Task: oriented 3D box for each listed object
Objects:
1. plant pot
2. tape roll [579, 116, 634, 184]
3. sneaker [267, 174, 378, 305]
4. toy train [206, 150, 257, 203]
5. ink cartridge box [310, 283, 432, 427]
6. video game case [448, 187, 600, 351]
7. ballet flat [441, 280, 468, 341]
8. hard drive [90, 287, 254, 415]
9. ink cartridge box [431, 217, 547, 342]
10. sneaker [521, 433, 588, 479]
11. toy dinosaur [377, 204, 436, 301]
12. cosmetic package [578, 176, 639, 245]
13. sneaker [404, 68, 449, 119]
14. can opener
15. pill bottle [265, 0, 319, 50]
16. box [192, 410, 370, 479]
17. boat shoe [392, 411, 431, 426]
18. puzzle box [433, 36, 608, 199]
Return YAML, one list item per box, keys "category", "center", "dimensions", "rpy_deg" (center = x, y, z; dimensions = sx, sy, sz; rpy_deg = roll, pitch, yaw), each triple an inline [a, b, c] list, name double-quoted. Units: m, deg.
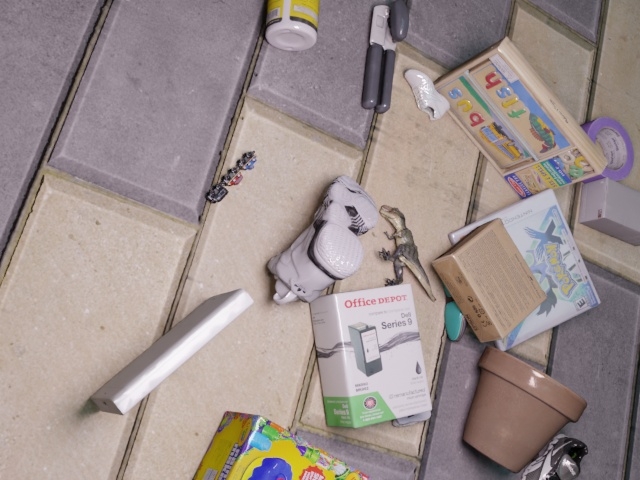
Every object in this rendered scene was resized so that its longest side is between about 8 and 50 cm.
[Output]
- category: "plant pot"
  center: [0.452, 0.409, 1.743]
  dimensions: [0.263, 0.263, 0.229]
  rpy_deg: [34, 85, -19]
- category: "tape roll"
  center: [0.805, -0.254, 2.128]
  dimensions: [0.189, 0.080, 0.188]
  rpy_deg: [5, 79, -27]
- category: "sneaker"
  center: [0.000, 0.000, 1.627]
  dimensions: [0.137, 0.210, 0.365]
  rpy_deg: [44, 30, -15]
- category: "toy train"
  center: [-0.188, -0.137, 1.608]
  dimensions: [0.036, 0.027, 0.158]
  rpy_deg: [47, 64, -17]
- category: "ink cartridge box"
  center: [0.109, 0.250, 1.640]
  dimensions: [0.211, 0.122, 0.289]
  rpy_deg: [-6, 83, -29]
- category: "video game case"
  center: [0.521, 0.073, 1.885]
  dimensions: [0.300, 0.036, 0.328]
  rpy_deg: [-24, 93, -9]
- category: "ballet flat"
  center: [0.340, 0.144, 1.815]
  dimensions: [0.074, 0.074, 0.203]
  rpy_deg: [-2, 80, -28]
- category: "hard drive"
  center: [-0.281, 0.207, 1.394]
  dimensions: [0.307, 0.203, 0.040]
  rpy_deg: [-41, 101, -28]
- category: "ink cartridge box"
  center: [0.406, 0.095, 1.773]
  dimensions: [0.193, 0.088, 0.234]
  rpy_deg: [-33, 93, -33]
- category: "sneaker"
  center: [0.585, 0.573, 1.842]
  dimensions: [0.234, 0.106, 0.078]
  rpy_deg: [-39, 99, -28]
- category: "toy dinosaur"
  center: [0.196, 0.046, 1.762]
  dimensions: [0.118, 0.064, 0.268]
  rpy_deg: [-29, 98, -36]
- category: "cosmetic package"
  center: [0.860, -0.080, 2.114]
  dimensions: [0.238, 0.107, 0.127]
  rpy_deg: [19, 72, -21]
- category: "sneaker"
  center: [0.264, -0.370, 1.877]
  dimensions: [0.152, 0.054, 0.061]
  rpy_deg: [45, 67, -15]
- category: "can opener"
  center: [0.161, -0.457, 1.814]
  dimensions: [0.076, 0.095, 0.283]
  rpy_deg: [13, 74, -25]
- category: "pill bottle"
  center: [-0.061, -0.555, 1.701]
  dimensions: [0.119, 0.119, 0.208]
  rpy_deg: [10, 76, -26]
- category: "box"
  center: [-0.105, 0.528, 1.445]
  dimensions: [0.279, 0.177, 0.289]
  rpy_deg: [34, 67, -20]
- category: "boat shoe"
  center: [0.210, 0.411, 1.715]
  dimensions: [0.100, 0.035, 0.035]
  rpy_deg: [-8, 61, -34]
- category: "puzzle box"
  center: [0.488, -0.291, 1.858]
  dimensions: [0.409, 0.272, 0.052]
  rpy_deg: [46, 62, -12]
